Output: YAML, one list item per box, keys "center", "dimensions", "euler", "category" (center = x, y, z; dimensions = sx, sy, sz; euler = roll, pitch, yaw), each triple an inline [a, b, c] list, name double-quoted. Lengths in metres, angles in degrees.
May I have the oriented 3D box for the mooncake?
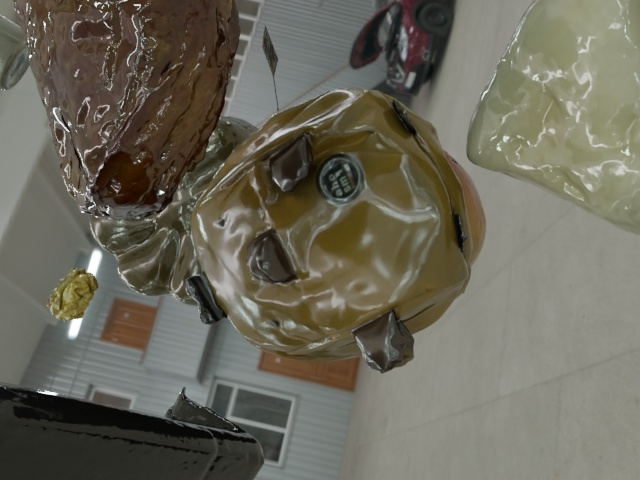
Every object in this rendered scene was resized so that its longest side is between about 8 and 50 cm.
- center: [-0.237, -0.060, 1.162]
  dimensions: [0.201, 0.378, 0.378]
  euler: [-6, -71, -73]
  category: "mooncake"

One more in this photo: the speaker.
- center: [-0.220, 0.214, 0.577]
  dimensions: [0.180, 0.184, 0.388]
  euler: [-61, -34, -7]
  category: "speaker"

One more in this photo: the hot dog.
- center: [-0.194, -0.216, 0.593]
  dimensions: [0.267, 0.174, 0.388]
  euler: [-19, 86, 60]
  category: "hot dog"

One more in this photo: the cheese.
- center: [0.290, -0.140, 0.595]
  dimensions: [0.251, 0.173, 0.248]
  euler: [49, 142, 40]
  category: "cheese"

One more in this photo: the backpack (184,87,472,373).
- center: [0.004, 0.001, 0.795]
  dimensions: [0.378, 0.354, 0.201]
  euler: [-32, -9, 26]
  category: "backpack"

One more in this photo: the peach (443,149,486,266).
- center: [0.196, -0.039, 1.414]
  dimensions: [0.290, 0.372, 0.373]
  euler: [-168, 91, -68]
  category: "peach"

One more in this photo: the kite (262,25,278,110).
- center: [-0.047, -0.162, 0.578]
  dimensions: [0.078, 0.002, 0.044]
  euler: [95, 153, -56]
  category: "kite"

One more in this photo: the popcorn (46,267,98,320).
- center: [-0.375, 0.081, 0.945]
  dimensions: [0.082, 0.057, 0.083]
  euler: [-56, 23, 4]
  category: "popcorn"

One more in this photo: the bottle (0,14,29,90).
- center: [-0.638, -0.375, 1.079]
  dimensions: [0.120, 0.253, 0.120]
  euler: [-54, 15, 22]
  category: "bottle"
